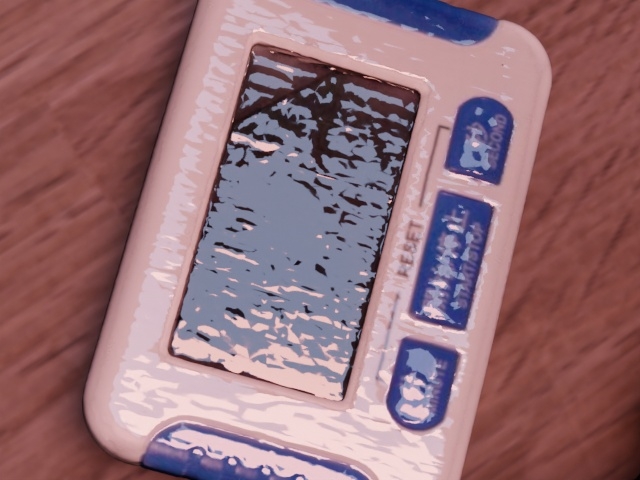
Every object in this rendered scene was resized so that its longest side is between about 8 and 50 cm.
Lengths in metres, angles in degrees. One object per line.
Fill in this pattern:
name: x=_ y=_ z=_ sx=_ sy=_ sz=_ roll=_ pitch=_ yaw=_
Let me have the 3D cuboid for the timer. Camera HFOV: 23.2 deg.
timer: x=0.000 y=0.000 z=0.745 sx=0.178 sy=0.078 sz=0.253 roll=17 pitch=77 yaw=-4

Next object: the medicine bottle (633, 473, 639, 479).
medicine bottle: x=0.174 y=0.182 z=0.664 sx=0.395 sy=0.242 sz=0.242 roll=-42 pitch=90 yaw=-19
